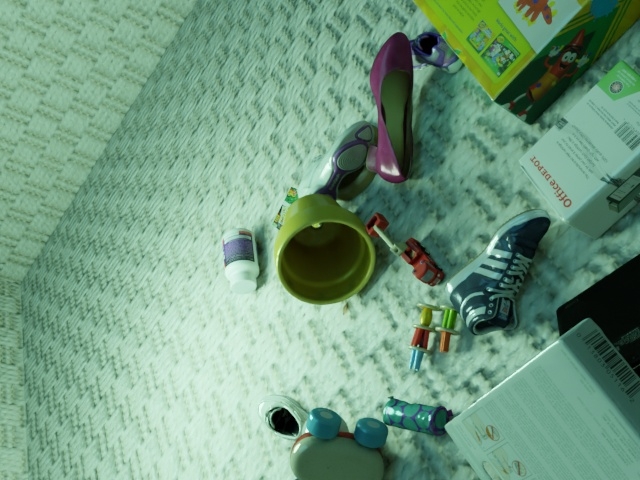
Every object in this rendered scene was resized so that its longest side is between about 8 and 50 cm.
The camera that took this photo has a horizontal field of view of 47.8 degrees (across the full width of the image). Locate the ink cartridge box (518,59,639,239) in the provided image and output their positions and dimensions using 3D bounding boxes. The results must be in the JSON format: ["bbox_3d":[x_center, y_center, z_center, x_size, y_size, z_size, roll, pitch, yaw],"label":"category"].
[{"bbox_3d":[0.546,-0.169,1.377,0.273,0.114,0.198,-47,40,24],"label":"ink cartridge box"}]

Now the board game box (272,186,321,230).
[{"bbox_3d":[-0.049,-0.057,2.133,0.259,0.030,0.136,35,98,53],"label":"board game box"}]

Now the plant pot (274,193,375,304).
[{"bbox_3d":[0.000,0.000,1.884,0.254,0.254,0.239,-52,23,20],"label":"plant pot"}]

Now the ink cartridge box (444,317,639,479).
[{"bbox_3d":[0.405,0.349,1.183,0.308,0.091,0.385,54,145,17],"label":"ink cartridge box"}]

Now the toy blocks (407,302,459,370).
[{"bbox_3d":[0.249,0.217,1.595,0.123,0.054,0.148,0,72,52],"label":"toy blocks"}]

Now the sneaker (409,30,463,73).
[{"bbox_3d":[0.275,-0.506,1.902,0.236,0.104,0.095,26,94,55],"label":"sneaker"}]

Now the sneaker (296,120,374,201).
[{"bbox_3d":[0.027,-0.216,1.994,0.305,0.114,0.152,-53,40,19],"label":"sneaker"}]

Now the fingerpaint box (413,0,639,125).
[{"bbox_3d":[0.463,-0.547,1.632,0.371,0.163,0.445,-48,44,25],"label":"fingerpaint box"}]

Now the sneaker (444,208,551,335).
[{"bbox_3d":[0.382,0.075,1.467,0.282,0.099,0.153,-49,39,28],"label":"sneaker"}]

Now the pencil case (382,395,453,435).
[{"bbox_3d":[0.205,0.378,1.556,0.151,0.070,0.065,-3,103,49],"label":"pencil case"}]

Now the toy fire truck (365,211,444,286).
[{"bbox_3d":[0.196,0.021,1.695,0.047,0.135,0.192,-53,39,19],"label":"toy fire truck"}]

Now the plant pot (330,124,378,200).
[{"bbox_3d":[0.084,-0.228,2.054,0.236,0.032,0.236,-26,53,41],"label":"plant pot"}]

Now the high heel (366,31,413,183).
[{"bbox_3d":[0.209,-0.337,1.842,0.181,0.127,0.377,-149,61,-62],"label":"high heel"}]

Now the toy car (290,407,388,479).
[{"bbox_3d":[0.035,0.468,1.663,0.238,0.210,0.219,-96,19,-76],"label":"toy car"}]

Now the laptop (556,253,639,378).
[{"bbox_3d":[0.623,0.199,1.171,0.382,0.236,0.408,-42,15,30],"label":"laptop"}]

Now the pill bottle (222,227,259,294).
[{"bbox_3d":[-0.247,0.066,2.245,0.108,0.108,0.194,-39,44,32],"label":"pill bottle"}]

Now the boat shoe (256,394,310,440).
[{"bbox_3d":[-0.101,0.462,1.873,0.267,0.088,0.096,18,87,53],"label":"boat shoe"}]
